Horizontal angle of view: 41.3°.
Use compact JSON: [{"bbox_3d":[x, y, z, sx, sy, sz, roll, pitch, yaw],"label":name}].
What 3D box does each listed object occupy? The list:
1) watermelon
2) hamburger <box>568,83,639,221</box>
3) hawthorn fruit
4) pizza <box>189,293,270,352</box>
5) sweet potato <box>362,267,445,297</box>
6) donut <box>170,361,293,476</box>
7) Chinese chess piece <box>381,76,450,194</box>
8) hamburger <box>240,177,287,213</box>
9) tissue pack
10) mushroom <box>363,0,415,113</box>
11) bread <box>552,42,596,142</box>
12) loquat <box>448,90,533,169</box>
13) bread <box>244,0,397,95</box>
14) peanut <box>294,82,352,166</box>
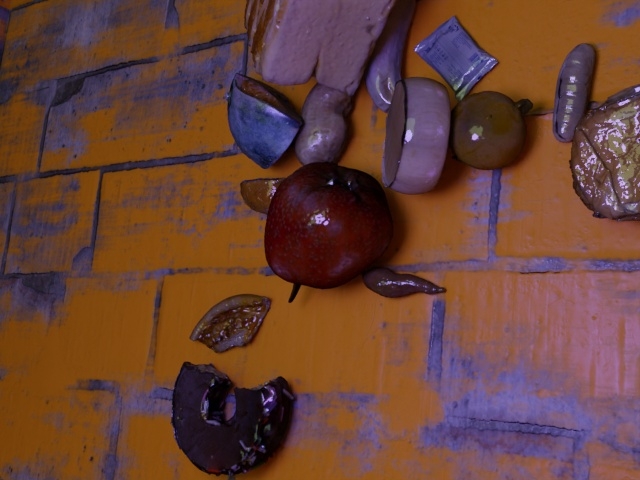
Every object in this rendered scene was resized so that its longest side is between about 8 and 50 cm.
[{"bbox_3d":[-0.177,-0.302,2.153,0.188,0.175,0.322,-62,18,11],"label":"watermelon"},{"bbox_3d":[0.611,-0.166,1.599,0.283,0.144,0.260,-10,84,30],"label":"hamburger"},{"bbox_3d":[0.000,0.000,1.945,0.285,0.284,0.369,46,118,35],"label":"hawthorn fruit"},{"bbox_3d":[-0.235,0.213,2.190,0.271,0.056,0.134,-18,61,33],"label":"pizza"},{"bbox_3d":[0.171,0.101,1.913,0.226,0.068,0.068,10,85,35],"label":"sweet potato"},{"bbox_3d":[-0.220,0.443,2.076,0.345,0.136,0.259,2,82,38],"label":"donut"},{"bbox_3d":[0.205,-0.228,1.857,0.104,0.257,0.257,7,80,-6],"label":"Chinese chess piece"},{"bbox_3d":[-0.139,-0.111,2.177,0.176,0.087,0.102,-4,75,33],"label":"hamburger"},{"bbox_3d":[0.310,-0.425,1.959,0.122,0.026,0.193,-45,57,19],"label":"tissue pack"},{"bbox_3d":[0.164,-0.476,2.041,0.122,0.095,0.351,1,80,20],"label":"mushroom"},{"bbox_3d":[0.519,-0.310,1.760,0.073,0.053,0.214,9,85,41],"label":"bread"},{"bbox_3d":[0.358,-0.236,1.801,0.204,0.149,0.172,-34,57,16],"label":"loquat"},{"bbox_3d":[-0.002,-0.590,1.988,0.371,0.279,0.390,-104,33,-50],"label":"bread"},{"bbox_3d":[0.015,-0.293,2.090,0.137,0.122,0.253,2,75,37],"label":"peanut"}]
